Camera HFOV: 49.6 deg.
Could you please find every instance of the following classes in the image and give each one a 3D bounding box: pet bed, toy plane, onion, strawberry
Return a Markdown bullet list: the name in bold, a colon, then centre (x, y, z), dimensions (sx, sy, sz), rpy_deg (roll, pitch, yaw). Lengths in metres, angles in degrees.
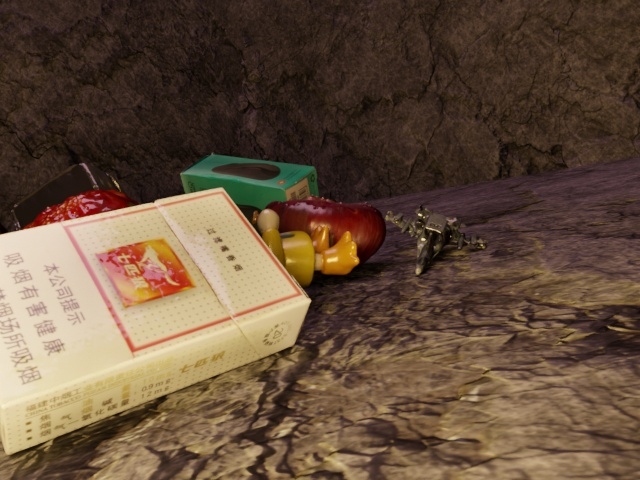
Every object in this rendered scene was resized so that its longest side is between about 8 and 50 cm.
- **pet bed**: centre (-0.511, -0.039, 1.463), dimensions (0.211, 0.183, 0.159), rpy_deg (-35, -25, 3)
- **toy plane**: centre (0.197, -0.006, 1.212), dimensions (0.192, 0.088, 0.262), rpy_deg (17, 16, 11)
- **onion**: centre (0.005, -0.010, 1.292), dimensions (0.248, 0.161, 0.248), rpy_deg (-9, 10, 2)
- **strawberry**: centre (-0.436, 0.036, 1.265), dimensions (0.276, 0.257, 0.257), rpy_deg (-2, 6, 5)

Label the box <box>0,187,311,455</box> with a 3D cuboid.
- **box**: centre (-0.206, 0.066, 0.756), dimensions (0.330, 0.210, 0.095), rpy_deg (-15, -39, -34)

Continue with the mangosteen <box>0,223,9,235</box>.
- **mangosteen**: centre (-0.731, 0.073, 1.410), dimensions (0.306, 0.306, 0.359), rpy_deg (-8, -4, 38)

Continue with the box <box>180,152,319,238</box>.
- **box**: centre (-0.148, -0.066, 1.527), dimensions (0.311, 0.205, 0.118), rpy_deg (12, 33, 34)

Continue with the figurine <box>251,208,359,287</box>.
- **figurine**: centre (-0.125, 0.039, 1.028), dimensions (0.343, 0.187, 0.215), rpy_deg (-8, -6, -23)
